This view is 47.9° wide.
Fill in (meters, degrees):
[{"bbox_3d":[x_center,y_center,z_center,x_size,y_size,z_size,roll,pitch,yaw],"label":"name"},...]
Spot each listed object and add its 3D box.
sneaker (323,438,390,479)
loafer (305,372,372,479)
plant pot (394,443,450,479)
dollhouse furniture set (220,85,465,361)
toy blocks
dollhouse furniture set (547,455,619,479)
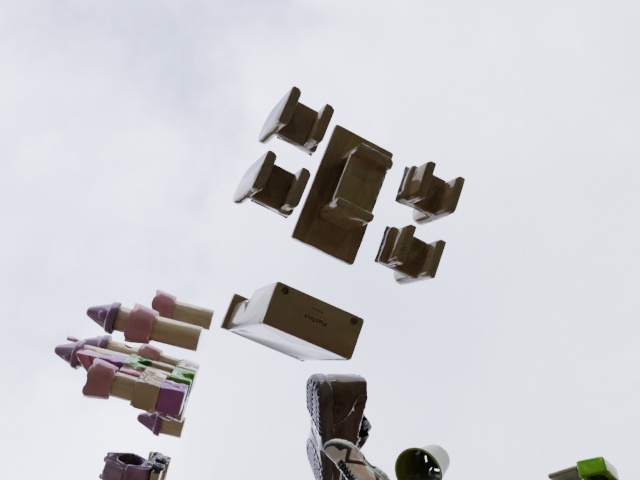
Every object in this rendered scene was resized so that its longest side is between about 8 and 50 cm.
[{"bbox_3d":[0.047,0.323,1.014,0.109,0.044,0.040,35,-52,14],"label":"sneaker"},{"bbox_3d":[0.048,0.413,1.469,0.130,0.134,0.366,-10,-50,-13],"label":"loafer"},{"bbox_3d":[0.177,0.375,1.196,0.079,0.083,0.083,-3,-75,-59],"label":"plant pot"},{"bbox_3d":[0.000,0.000,0.787,0.212,0.161,0.242,25,-107,-15],"label":"dollhouse furniture set"},{"bbox_3d":[-0.360,0.243,1.284,0.260,0.288,0.309,15,-89,-4],"label":"toy blocks"},{"bbox_3d":[0.567,0.622,1.449,0.151,0.301,0.197,-28,-49,28],"label":"dollhouse furniture set"}]
